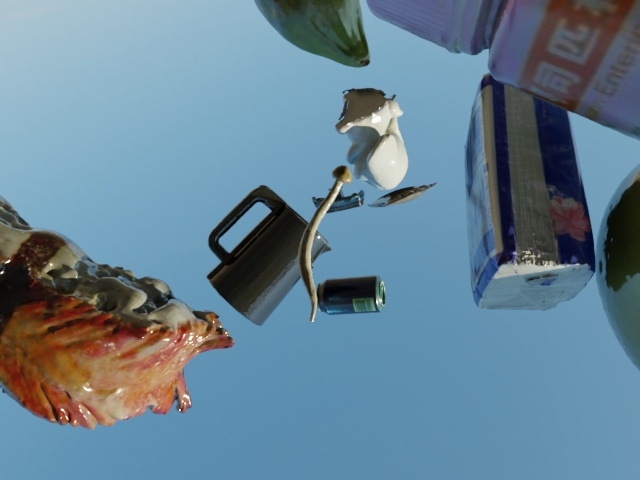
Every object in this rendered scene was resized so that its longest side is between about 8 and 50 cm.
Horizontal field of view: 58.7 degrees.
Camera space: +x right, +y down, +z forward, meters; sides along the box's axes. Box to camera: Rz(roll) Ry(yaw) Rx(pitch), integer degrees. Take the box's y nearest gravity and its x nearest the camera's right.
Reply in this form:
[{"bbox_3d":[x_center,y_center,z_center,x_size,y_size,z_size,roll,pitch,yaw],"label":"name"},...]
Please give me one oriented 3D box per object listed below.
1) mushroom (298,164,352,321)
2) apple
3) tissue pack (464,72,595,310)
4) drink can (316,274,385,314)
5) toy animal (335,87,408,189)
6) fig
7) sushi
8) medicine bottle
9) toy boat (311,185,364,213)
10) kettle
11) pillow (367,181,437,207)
[{"bbox_3d":[-0.002,-0.001,1.054,0.068,0.043,0.307,-9,-121,55],"label":"mushroom"},{"bbox_3d":[0.521,0.042,0.728,0.319,0.361,0.312,-6,-159,13],"label":"apple"},{"bbox_3d":[0.269,-0.057,0.757,0.137,0.209,0.270,-1,-113,9],"label":"tissue pack"},{"bbox_3d":[0.094,0.169,1.758,0.204,0.118,0.118,-4,-139,16],"label":"drink can"},{"bbox_3d":[0.157,-0.289,1.597,0.173,0.289,0.249,-5,-119,20],"label":"toy animal"},{"bbox_3d":[-0.015,-0.393,0.934,0.167,0.234,0.167,-20,-145,15],"label":"fig"},{"bbox_3d":[-0.242,0.050,0.472,0.332,0.124,0.130,30,-166,-2],"label":"sushi"},{"bbox_3d":[0.246,-0.204,0.444,0.388,0.219,0.219,29,-125,14],"label":"medicine bottle"},{"bbox_3d":[0.041,-0.103,1.379,0.137,0.061,0.060,-10,-171,31],"label":"toy boat"},{"bbox_3d":[-0.161,0.040,1.610,0.262,0.203,0.308,41,-90,17],"label":"kettle"},{"bbox_3d":[0.186,-0.103,1.312,0.130,0.033,0.217,-23,-176,-6],"label":"pillow"}]
